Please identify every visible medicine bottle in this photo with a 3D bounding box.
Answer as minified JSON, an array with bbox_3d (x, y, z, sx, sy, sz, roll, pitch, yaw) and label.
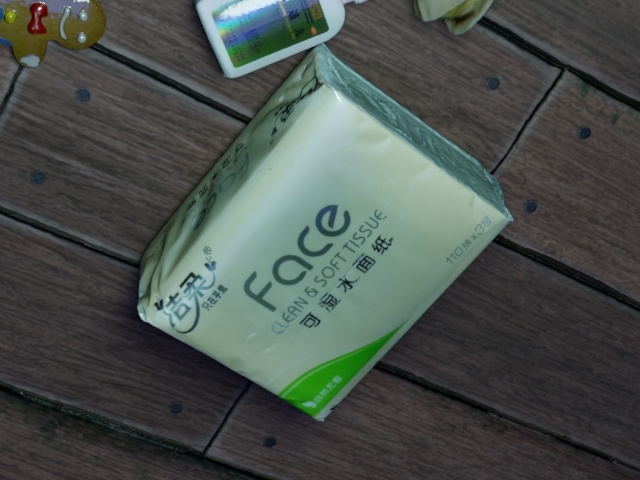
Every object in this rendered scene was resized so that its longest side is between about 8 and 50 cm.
[{"bbox_3d":[-0.040,-0.294,1.514,0.219,0.078,0.115,-22,121,2],"label":"medicine bottle"}]

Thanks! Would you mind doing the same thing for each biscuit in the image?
[{"bbox_3d":[-0.365,-0.277,1.486,0.205,0.031,0.138,5,119,-16],"label":"biscuit"}]

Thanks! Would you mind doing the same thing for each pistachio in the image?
[{"bbox_3d":[0.190,-0.357,1.490,0.126,0.152,0.223,14,134,-23],"label":"pistachio"}]

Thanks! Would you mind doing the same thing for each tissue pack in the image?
[{"bbox_3d":[0.000,0.000,1.623,0.332,0.205,0.405,34,108,-23],"label":"tissue pack"}]
